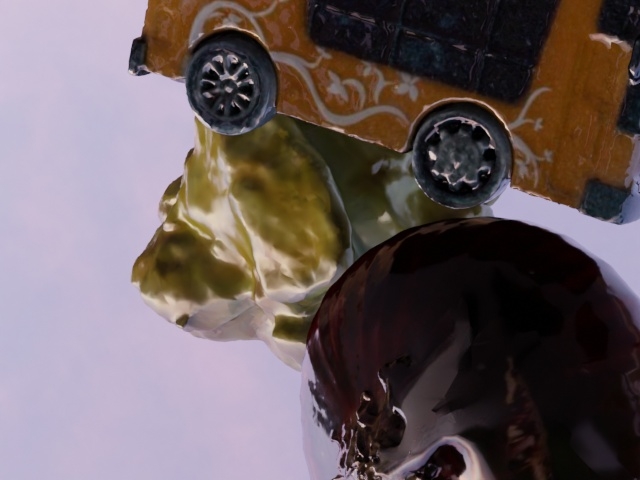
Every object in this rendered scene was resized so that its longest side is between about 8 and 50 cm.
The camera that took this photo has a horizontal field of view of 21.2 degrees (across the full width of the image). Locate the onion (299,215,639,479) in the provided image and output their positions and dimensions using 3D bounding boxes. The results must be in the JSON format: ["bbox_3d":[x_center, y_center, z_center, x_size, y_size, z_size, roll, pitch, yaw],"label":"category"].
[{"bbox_3d":[0.123,0.114,1.056,0.285,0.273,0.273,-12,-145,-38],"label":"onion"}]

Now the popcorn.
[{"bbox_3d":[0.000,0.000,1.286,0.276,0.276,0.225,21,-148,33],"label":"popcorn"}]

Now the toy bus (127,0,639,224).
[{"bbox_3d":[0.068,-0.140,1.034,0.323,0.194,0.162,18,-162,19],"label":"toy bus"}]
